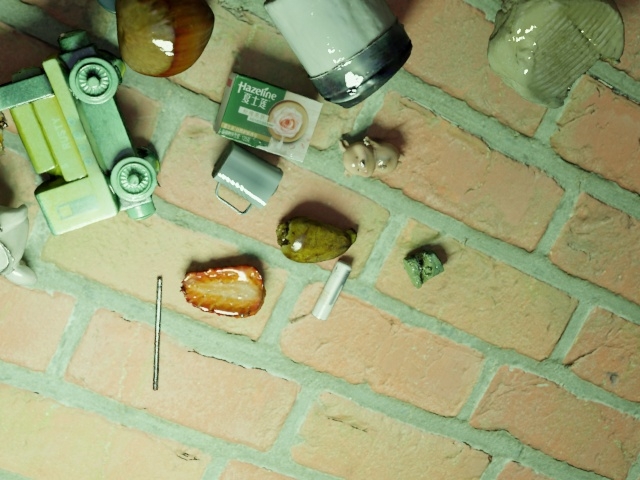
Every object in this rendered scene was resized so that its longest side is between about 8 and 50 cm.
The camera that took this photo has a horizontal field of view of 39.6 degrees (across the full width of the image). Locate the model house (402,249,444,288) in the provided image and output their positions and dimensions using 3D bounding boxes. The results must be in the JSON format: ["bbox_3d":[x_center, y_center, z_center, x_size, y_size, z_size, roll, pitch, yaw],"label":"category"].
[{"bbox_3d":[0.240,0.057,2.045,0.083,0.066,0.078,-26,112,-7],"label":"model house"}]

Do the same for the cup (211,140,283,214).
[{"bbox_3d":[-0.162,-0.125,1.878,0.129,0.095,0.128,31,98,-17],"label":"cup"}]

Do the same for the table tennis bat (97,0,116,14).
[{"bbox_3d":[-0.355,-0.525,1.745,0.201,0.033,0.124,-33,116,-1],"label":"table tennis bat"}]

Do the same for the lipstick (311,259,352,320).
[{"bbox_3d":[0.027,0.113,2.021,0.040,0.040,0.141,24,98,-19],"label":"lipstick"}]

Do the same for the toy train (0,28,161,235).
[{"bbox_3d":[-0.472,-0.202,1.746,0.253,0.160,0.397,-19,110,-3],"label":"toy train"}]

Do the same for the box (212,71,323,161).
[{"bbox_3d":[-0.111,-0.259,1.859,0.199,0.081,0.135,15,101,-20],"label":"box"}]

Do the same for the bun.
[{"bbox_3d":[0.484,-0.436,1.894,0.282,0.205,0.281,-10,122,-17],"label":"bun"}]

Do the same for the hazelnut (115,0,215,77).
[{"bbox_3d":[-0.296,-0.416,1.706,0.210,0.186,0.210,-3,112,-8],"label":"hazelnut"}]

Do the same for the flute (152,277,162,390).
[{"bbox_3d":[-0.361,0.210,1.966,0.014,0.014,0.269,1,105,-14],"label":"flute"}]

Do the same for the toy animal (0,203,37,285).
[{"bbox_3d":[-0.671,-0.015,1.730,0.209,0.154,0.325,-6,126,-11],"label":"toy animal"}]

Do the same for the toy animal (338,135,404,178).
[{"bbox_3d":[0.111,-0.178,1.944,0.150,0.089,0.083,2,83,-11],"label":"toy animal"}]

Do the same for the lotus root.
[{"bbox_3d":[0.000,0.000,1.957,0.191,0.094,0.108,5,139,-20],"label":"lotus root"}]

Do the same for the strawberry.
[{"bbox_3d":[-0.212,0.106,1.946,0.188,0.082,0.121,9,84,-7],"label":"strawberry"}]

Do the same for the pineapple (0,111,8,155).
[{"bbox_3d":[-0.717,-0.207,1.723,0.225,0.076,0.224,-3,107,-11],"label":"pineapple"}]

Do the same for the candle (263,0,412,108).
[{"bbox_3d":[0.018,-0.449,1.763,0.221,0.221,0.342,-38,108,-1],"label":"candle"}]
